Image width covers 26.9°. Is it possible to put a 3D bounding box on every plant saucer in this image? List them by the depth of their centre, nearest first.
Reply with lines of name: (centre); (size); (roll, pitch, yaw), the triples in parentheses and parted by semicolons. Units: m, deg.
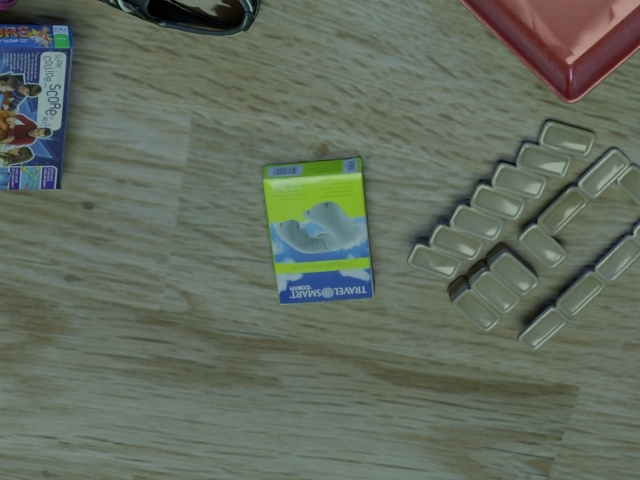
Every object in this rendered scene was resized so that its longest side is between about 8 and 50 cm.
plant saucer: (0.247, -0.298, 1.265); (0.258, 0.047, 0.259); (40, 114, -19)

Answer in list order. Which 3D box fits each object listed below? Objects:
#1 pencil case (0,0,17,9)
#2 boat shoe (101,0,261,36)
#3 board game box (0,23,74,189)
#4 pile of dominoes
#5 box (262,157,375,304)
pencil case: (-0.401, -0.224, 1.301); (0.209, 0.098, 0.095); (-23, 99, 13)
boat shoe: (-0.172, -0.253, 1.290); (0.233, 0.079, 0.084); (16, 122, -6)
board game box: (-0.322, -0.130, 1.339); (0.136, 0.035, 0.201); (-1, 139, -17)
pile of dominoes: (0.239, -0.010, 1.456); (0.196, 0.040, 0.251); (39, 106, -19)
box: (0.000, 0.000, 1.454); (0.109, 0.042, 0.178); (-4, 120, 5)
